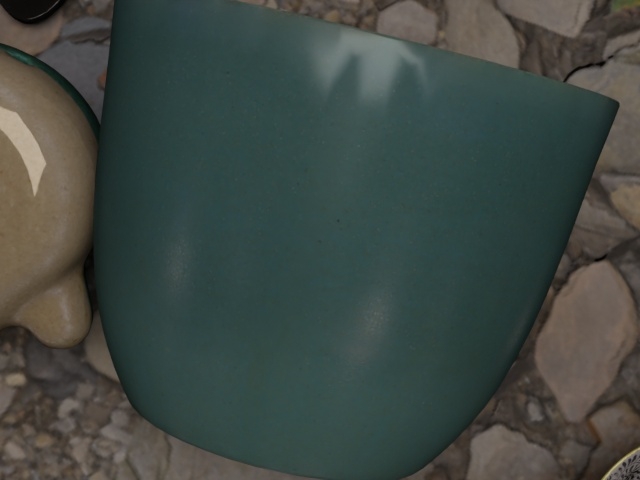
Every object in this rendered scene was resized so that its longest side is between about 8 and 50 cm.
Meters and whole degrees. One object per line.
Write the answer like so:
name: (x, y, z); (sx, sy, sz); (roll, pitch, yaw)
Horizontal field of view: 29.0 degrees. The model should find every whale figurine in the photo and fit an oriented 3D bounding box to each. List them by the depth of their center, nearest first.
whale figurine: (-0.237, 0.003, 0.788); (0.216, 0.141, 0.272); (26, 106, 0)

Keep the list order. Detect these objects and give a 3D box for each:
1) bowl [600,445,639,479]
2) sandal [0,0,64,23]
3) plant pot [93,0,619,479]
bowl: (0.236, 0.209, 0.807); (0.170, 0.080, 0.170); (1, 82, -5)
sandal: (-0.181, -0.236, 0.840); (0.067, 0.040, 0.179); (23, 92, 8)
plant pot: (0.000, 0.000, 0.722); (0.293, 0.293, 0.235); (13, 96, -3)
